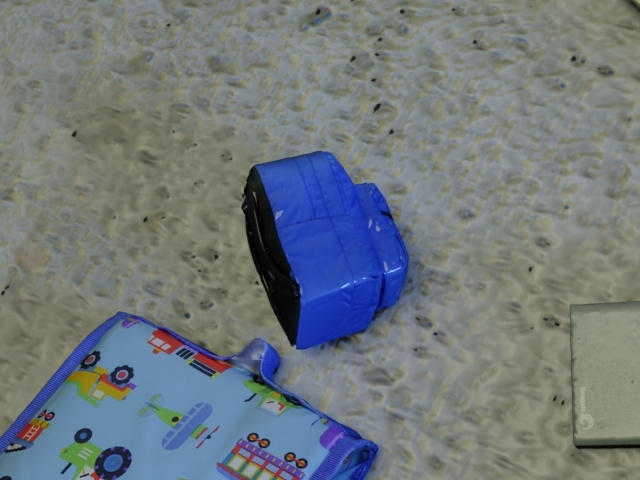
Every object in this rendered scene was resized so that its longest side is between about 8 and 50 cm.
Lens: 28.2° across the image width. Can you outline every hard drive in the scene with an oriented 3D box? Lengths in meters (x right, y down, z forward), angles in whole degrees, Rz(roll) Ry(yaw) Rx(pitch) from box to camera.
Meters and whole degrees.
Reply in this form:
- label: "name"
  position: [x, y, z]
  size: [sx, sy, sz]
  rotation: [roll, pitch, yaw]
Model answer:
- label: "hard drive"
  position: [0.229, 0.085, 0.815]
  size: [0.135, 0.022, 0.094]
  rotation: [-4, 70, 19]

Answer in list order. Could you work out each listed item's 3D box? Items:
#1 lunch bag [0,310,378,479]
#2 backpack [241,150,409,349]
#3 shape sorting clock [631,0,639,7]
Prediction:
- label: "lunch bag"
  position: [-0.118, 0.186, 0.857]
  size: [0.221, 0.138, 0.293]
  rotation: [24, 71, 28]
- label: "backpack"
  position: [0.000, 0.000, 0.890]
  size: [0.101, 0.098, 0.120]
  rotation: [-16, 63, -18]
- label: "shape sorting clock"
  position: [0.298, -0.235, 0.895]
  size: [0.206, 0.040, 0.206]
  rotation: [-7, 69, 18]
